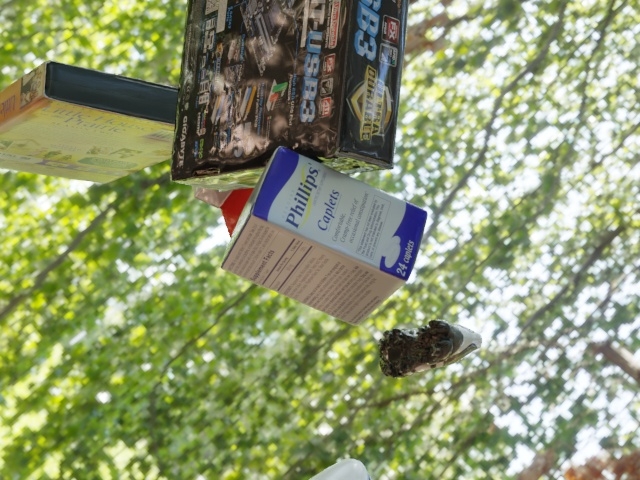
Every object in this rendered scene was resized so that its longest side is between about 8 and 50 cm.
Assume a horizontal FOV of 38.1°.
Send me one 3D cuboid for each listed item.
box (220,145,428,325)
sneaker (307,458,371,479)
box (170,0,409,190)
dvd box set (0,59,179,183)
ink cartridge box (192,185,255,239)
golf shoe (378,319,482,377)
[{"bbox_3d":[0.000,0.000,0.780,0.137,0.072,0.126,23,-27,-8],"label":"box"},{"bbox_3d":[-0.040,0.278,0.905,0.085,0.237,0.086,-20,-80,53],"label":"sneaker"},{"bbox_3d":[-0.034,-0.202,0.868,0.293,0.073,0.296,-2,-99,52],"label":"box"},{"bbox_3d":[-0.386,-0.175,1.493,0.420,0.307,0.062,-12,-105,50],"label":"dvd box set"},{"bbox_3d":[-0.120,-0.174,1.649,0.066,0.296,0.261,25,26,-32],"label":"ink cartridge box"},{"bbox_3d":[0.159,0.164,1.374,0.198,0.093,0.077,-20,-112,59],"label":"golf shoe"}]
